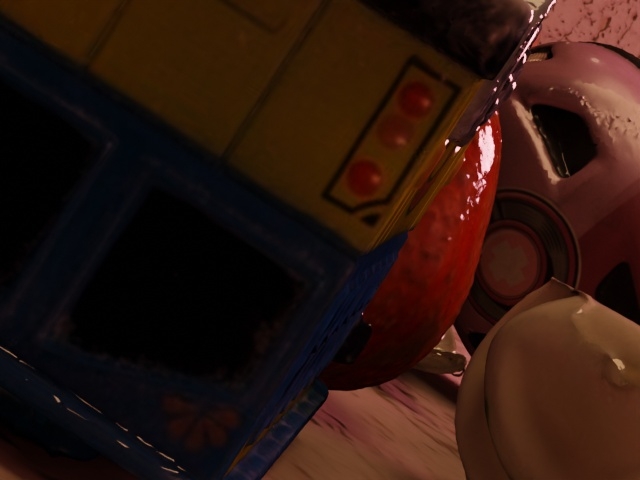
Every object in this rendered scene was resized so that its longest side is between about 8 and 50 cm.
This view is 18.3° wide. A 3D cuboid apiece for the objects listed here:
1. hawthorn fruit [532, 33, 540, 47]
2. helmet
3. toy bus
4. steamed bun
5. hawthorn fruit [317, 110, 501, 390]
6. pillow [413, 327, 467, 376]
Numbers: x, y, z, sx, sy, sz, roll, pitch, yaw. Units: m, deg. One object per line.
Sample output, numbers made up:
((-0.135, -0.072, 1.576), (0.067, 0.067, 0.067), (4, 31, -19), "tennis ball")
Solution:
((-0.008, -0.127, 1.445), (0.369, 0.285, 0.284), (-5, 31, -46), "hawthorn fruit")
((0.142, -0.006, 1.176), (0.154, 0.198, 0.253), (27, 45, -40), "helmet")
((-0.029, -0.032, 0.610), (0.138, 0.175, 0.287), (33, 4, 4), "toy bus")
((0.134, 0.101, 0.782), (0.183, 0.106, 0.183), (35, 1, -1), "steamed bun")
((0.015, -0.041, 0.834), (0.162, 0.203, 0.162), (36, 6, -4), "hawthorn fruit")
((0.000, 0.000, 1.134), (0.185, 0.075, 0.302), (39, 3, -3), "pillow")
